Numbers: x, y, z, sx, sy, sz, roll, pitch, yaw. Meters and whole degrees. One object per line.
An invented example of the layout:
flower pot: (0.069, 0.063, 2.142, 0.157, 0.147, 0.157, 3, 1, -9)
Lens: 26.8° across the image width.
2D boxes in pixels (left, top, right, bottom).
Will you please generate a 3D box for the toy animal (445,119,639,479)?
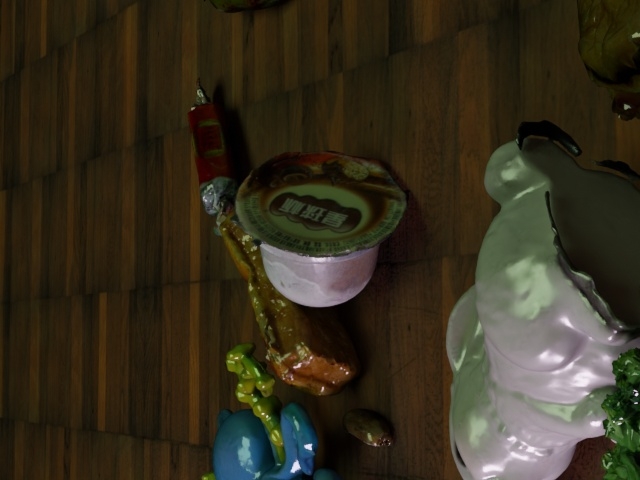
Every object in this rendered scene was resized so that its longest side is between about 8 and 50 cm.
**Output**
toy animal: (0.202, 0.090, 1.226, 0.258, 0.194, 0.357, 63, 148, 26)

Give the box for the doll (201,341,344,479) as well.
doll: (-0.046, 0.311, 1.718, 0.341, 0.099, 0.346, 40, 137, 42)

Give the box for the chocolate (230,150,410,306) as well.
chocolate: (-0.001, -0.003, 1.594, 0.147, 0.221, 0.221, 91, 159, -45)

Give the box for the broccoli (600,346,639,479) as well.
broccoli: (0.308, 0.188, 0.983, 0.261, 0.241, 0.269, 16, 121, 39)

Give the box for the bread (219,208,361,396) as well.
bread: (-0.046, 0.073, 1.684, 0.077, 0.139, 0.271, -42, 50, 19)

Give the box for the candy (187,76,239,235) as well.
candy: (-0.154, -0.119, 1.947, 0.086, 0.059, 0.292, 84, 174, -61)

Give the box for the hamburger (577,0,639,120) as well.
hamburger: (0.290, -0.209, 1.139, 0.183, 0.130, 0.206, -26, 63, 54)

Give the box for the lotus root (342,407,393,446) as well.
lotus root: (0.054, 0.219, 1.598, 0.083, 0.037, 0.030, 21, 102, 59)

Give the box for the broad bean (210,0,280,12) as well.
broad bean: (-0.106, -0.361, 1.896, 0.339, 0.061, 0.077, 9, 88, 59)

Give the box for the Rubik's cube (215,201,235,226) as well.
Rubik's cube: (-0.092, -0.024, 1.831, 0.075, 0.073, 0.084, 37, 161, 19)
